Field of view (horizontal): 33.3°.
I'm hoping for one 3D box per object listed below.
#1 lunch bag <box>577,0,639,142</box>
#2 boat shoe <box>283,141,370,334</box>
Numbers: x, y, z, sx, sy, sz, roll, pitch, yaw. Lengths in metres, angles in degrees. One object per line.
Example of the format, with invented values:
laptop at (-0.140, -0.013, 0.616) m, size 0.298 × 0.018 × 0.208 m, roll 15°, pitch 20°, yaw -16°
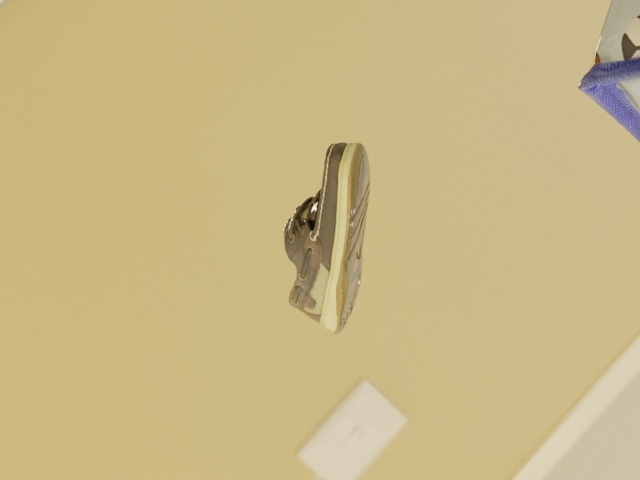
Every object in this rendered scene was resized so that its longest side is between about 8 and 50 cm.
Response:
lunch bag at (0.370, -0.156, 0.703) m, size 0.385 × 0.327 × 0.239 m, roll 28°, pitch 164°, yaw -38°
boat shoe at (0.000, 0.000, 0.982) m, size 0.073 × 0.080 × 0.223 m, roll 14°, pitch 138°, yaw 11°
